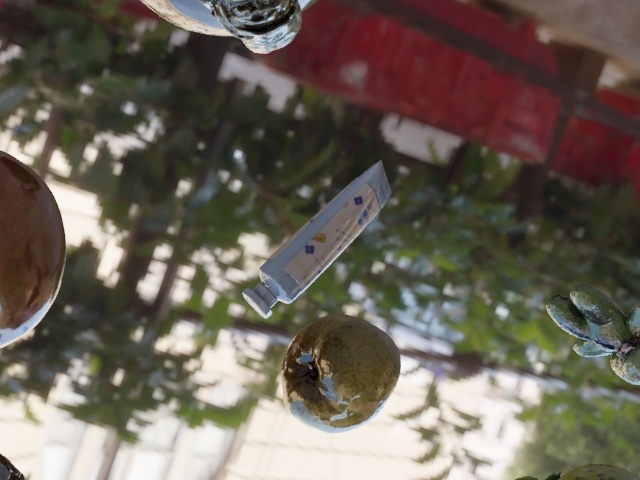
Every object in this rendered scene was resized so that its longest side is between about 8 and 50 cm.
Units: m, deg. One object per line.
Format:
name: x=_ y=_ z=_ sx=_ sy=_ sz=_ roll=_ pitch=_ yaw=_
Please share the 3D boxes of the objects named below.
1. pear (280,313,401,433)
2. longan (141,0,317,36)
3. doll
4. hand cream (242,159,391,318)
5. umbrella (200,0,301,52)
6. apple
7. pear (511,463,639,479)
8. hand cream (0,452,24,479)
pear: x=0.025 y=0.182 z=2.105 sx=0.136 sy=0.167 sz=0.167 roll=21 pitch=-177 yaw=-42
longan: x=-0.105 y=-0.371 z=1.731 sx=0.297 sy=0.297 sz=0.297 roll=20 pitch=-175 yaw=-2
doll: x=0.294 y=0.098 z=1.520 sx=0.150 sy=0.115 sz=0.077 roll=32 pitch=-134 yaw=-15
hand cream: x=0.000 y=0.000 z=1.367 sx=0.043 sy=0.170 sz=0.065 roll=39 pitch=166 yaw=25
umbrella: x=-0.045 y=-0.165 z=1.045 sx=0.067 sy=0.062 sz=0.143 roll=13 pitch=178 yaw=10
apple: x=-0.329 y=0.007 z=1.408 sx=0.188 sy=0.188 sz=0.174 roll=19 pitch=-133 yaw=-8
pear: x=0.242 y=0.350 z=1.609 sx=0.164 sy=0.238 sz=0.255 roll=48 pitch=154 yaw=0
hand cream: x=-0.354 y=0.235 z=1.542 sx=0.163 sy=0.062 sz=0.039 roll=22 pitch=-175 yaw=35
